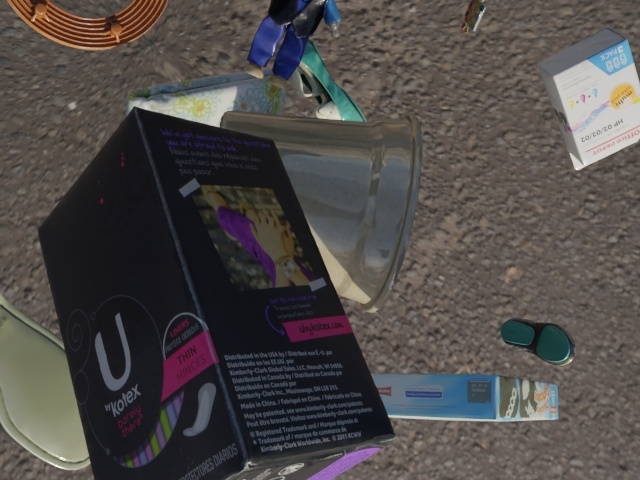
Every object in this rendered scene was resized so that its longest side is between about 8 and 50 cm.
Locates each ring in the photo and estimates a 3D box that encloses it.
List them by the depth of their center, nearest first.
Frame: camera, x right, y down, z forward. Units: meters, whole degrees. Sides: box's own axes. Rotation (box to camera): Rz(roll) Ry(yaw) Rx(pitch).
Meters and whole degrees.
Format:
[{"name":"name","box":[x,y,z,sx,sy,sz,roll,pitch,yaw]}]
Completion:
[{"name":"ring","box":[-0.440,-0.529,1.493,0.336,0.032,0.337,1,87,-28]}]

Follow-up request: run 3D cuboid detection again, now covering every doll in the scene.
[{"name":"doll","box":[-0.031,-0.303,1.075,0.129,0.046,0.189,23,109,-13]}]

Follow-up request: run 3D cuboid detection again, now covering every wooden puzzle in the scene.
[{"name":"wooden puzzle","box":[0.295,-0.435,1.526,0.006,0.049,0.083,4,127,-23]}]

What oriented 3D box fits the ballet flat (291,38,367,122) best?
[{"name":"ballet flat","box":[0.002,-0.312,1.696,0.087,0.083,0.247,-37,96,-21]}]

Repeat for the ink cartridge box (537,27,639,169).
[{"name":"ink cartridge box","box":[0.375,-0.176,1.069,0.104,0.061,0.181,-27,120,6]}]

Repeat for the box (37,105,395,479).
[{"name":"box","box":[-0.089,0.063,0.593,0.143,0.270,0.165,7,142,-46]}]

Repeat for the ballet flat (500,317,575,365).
[{"name":"ballet flat","box":[0.234,0.104,0.820,0.041,0.114,0.041,-3,98,-22]}]

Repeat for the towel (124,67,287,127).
[{"name":"towel","box":[-0.247,-0.199,1.699,0.374,0.090,0.321,-18,135,-34]}]

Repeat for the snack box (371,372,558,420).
[{"name":"snack box","box":[0.206,0.223,1.121,0.187,0.322,0.060,-4,77,28]}]

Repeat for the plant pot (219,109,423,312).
[{"name":"plant pot","box":[-0.031,-0.073,1.293,0.305,0.334,0.334,11,101,-9]}]

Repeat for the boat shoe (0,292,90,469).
[{"name":"boat shoe","box":[-0.407,0.155,0.991,0.340,0.113,0.127,51,52,-26]}]
